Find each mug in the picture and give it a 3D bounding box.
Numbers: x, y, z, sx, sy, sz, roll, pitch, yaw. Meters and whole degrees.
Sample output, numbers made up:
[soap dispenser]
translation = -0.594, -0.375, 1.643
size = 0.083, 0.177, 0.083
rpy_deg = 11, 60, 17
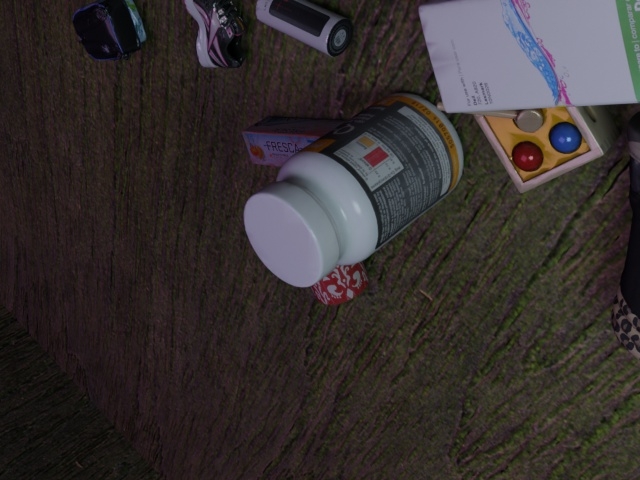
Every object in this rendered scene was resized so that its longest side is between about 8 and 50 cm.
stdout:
[mug]
translation = 0.009, -0.002, 1.450
size = 0.113, 0.150, 0.169
rpy_deg = -16, 115, 16

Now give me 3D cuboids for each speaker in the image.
[speaker]
translation = -0.024, -0.300, 1.248
size = 0.136, 0.055, 0.055
rpy_deg = 33, 140, 29

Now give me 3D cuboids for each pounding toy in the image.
[pounding toy]
translation = 0.231, -0.135, 1.019
size = 0.130, 0.100, 0.141
rpy_deg = -28, 97, 40

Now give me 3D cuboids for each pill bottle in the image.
[pill bottle]
translation = 0.044, -0.066, 1.169
size = 0.162, 0.278, 0.162
rpy_deg = 30, 138, 31

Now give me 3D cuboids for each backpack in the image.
[backpack]
translation = -0.361, -0.363, 1.568
size = 0.114, 0.084, 0.105
rpy_deg = 2, 120, 44

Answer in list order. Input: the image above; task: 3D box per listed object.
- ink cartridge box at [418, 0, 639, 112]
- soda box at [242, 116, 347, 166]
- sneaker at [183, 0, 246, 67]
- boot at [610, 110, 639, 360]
[ink cartridge box]
translation = 0.262, -0.213, 0.849
size = 0.278, 0.201, 0.117
rpy_deg = 6, 123, 48
[soda box]
translation = -0.034, -0.148, 1.384
size = 0.183, 0.063, 0.058
rpy_deg = 11, 127, 45
[sneaker]
translation = -0.147, -0.337, 1.367
size = 0.077, 0.072, 0.178
rpy_deg = 18, 141, 25
[boot]
translation = 0.455, 0.050, 0.903
size = 0.377, 0.138, 0.284
rpy_deg = 32, 139, 35
